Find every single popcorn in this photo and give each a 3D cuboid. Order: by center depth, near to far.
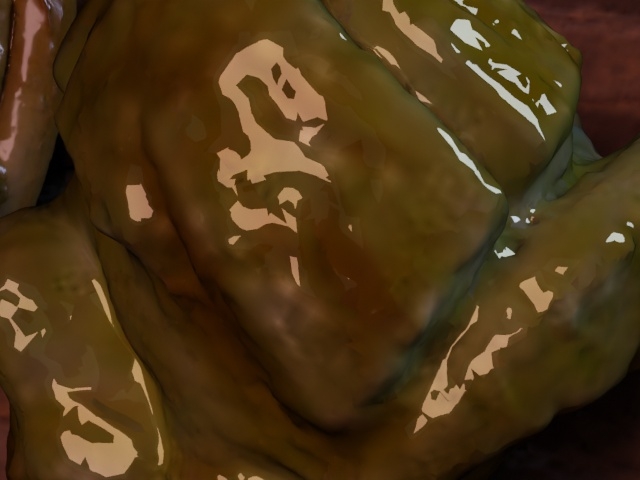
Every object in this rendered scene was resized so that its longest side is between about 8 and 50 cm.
[{"bbox_3d":[-0.006,0.001,0.537,0.225,0.276,0.276,32,81,-2],"label":"popcorn"}]

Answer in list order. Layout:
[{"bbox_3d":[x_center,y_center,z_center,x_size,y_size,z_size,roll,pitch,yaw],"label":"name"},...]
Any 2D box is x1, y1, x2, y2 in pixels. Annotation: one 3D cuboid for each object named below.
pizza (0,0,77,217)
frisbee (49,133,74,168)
[{"bbox_3d":[-0.236,-0.048,0.673,0.089,0.223,0.323,-1,67,68],"label":"pizza"},{"bbox_3d":[-0.092,-0.146,0.768,0.211,0.012,0.187,-39,56,6],"label":"frisbee"}]
